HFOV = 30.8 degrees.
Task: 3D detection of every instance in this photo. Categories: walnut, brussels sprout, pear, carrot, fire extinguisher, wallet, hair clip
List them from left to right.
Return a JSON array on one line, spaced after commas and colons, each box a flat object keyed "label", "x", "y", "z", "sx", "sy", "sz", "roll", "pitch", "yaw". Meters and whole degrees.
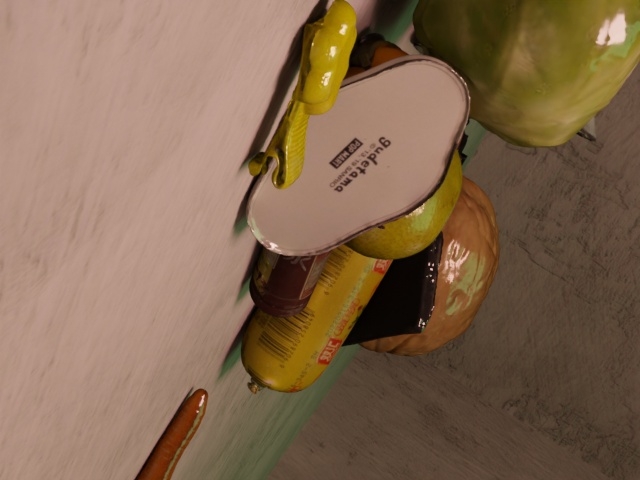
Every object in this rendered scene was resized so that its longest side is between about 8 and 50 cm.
[{"label": "carrot", "x": -0.204, "y": 0.291, "z": 1.443, "sx": 0.248, "sy": 0.043, "sz": 0.043, "roll": -60, "pitch": 172, "yaw": 4}, {"label": "hair clip", "x": -0.011, "y": -0.123, "z": 0.981, "sx": 0.173, "sy": 0.046, "sz": 0.072, "roll": -64, "pitch": 174, "yaw": 29}, {"label": "fire extinguisher", "x": -0.002, "y": -0.007, "z": 1.274, "sx": 0.252, "sy": 0.106, "sz": 0.075, "roll": 115, "pitch": -16, "yaw": -51}, {"label": "wallet", "x": 0.055, "y": 0.072, "z": 1.572, "sx": 0.285, "sy": 0.030, "sz": 0.146, "roll": -16, "pitch": -123, "yaw": 51}, {"label": "pear", "x": 0.078, "y": -0.052, "z": 1.355, "sx": 0.216, "sy": 0.166, "sz": 0.180, "roll": 87, "pitch": 16, "yaw": -56}, {"label": "walnut", "x": 0.145, "y": 0.029, "z": 1.801, "sx": 0.313, "sy": 0.252, "sz": 0.277, "roll": -62, "pitch": 171, "yaw": 23}, {"label": "brussels sprout", "x": 0.215, "y": -0.255, "z": 1.138, "sx": 0.328, "sy": 0.247, "sz": 0.328, "roll": -58, "pitch": -169, "yaw": 19}]

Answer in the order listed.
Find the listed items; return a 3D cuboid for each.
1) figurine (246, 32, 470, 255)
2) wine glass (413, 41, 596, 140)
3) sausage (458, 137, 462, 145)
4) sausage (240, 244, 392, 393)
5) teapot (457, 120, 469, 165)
[{"label": "figurine", "x": 0.023, "y": -0.112, "z": 1.138, "sx": 0.250, "sy": 0.166, "sz": 0.141, "roll": -34, "pitch": -142, "yaw": 14}, {"label": "wine glass", "x": 0.314, "y": -0.357, "z": 1.442, "sx": 0.406, "sy": 0.267, "sz": 0.267, "roll": -64, "pitch": 172, "yaw": 7}, {"label": "sausage", "x": 0.168, "y": -0.113, "z": 2.017, "sx": 0.086, "sy": 0.086, "sz": 0.289, "roll": -52, "pitch": 171, "yaw": -38}, {"label": "sausage", "x": 0.004, "y": 0.058, "z": 1.514, "sx": 0.347, "sy": 0.123, "sz": 0.123, "roll": -59, "pitch": 172, "yaw": 14}, {"label": "teapot", "x": 0.216, "y": -0.166, "z": 2.064, "sx": 0.087, "sy": 0.096, "sz": 0.177, "roll": -52, "pitch": 171, "yaw": -39}]
